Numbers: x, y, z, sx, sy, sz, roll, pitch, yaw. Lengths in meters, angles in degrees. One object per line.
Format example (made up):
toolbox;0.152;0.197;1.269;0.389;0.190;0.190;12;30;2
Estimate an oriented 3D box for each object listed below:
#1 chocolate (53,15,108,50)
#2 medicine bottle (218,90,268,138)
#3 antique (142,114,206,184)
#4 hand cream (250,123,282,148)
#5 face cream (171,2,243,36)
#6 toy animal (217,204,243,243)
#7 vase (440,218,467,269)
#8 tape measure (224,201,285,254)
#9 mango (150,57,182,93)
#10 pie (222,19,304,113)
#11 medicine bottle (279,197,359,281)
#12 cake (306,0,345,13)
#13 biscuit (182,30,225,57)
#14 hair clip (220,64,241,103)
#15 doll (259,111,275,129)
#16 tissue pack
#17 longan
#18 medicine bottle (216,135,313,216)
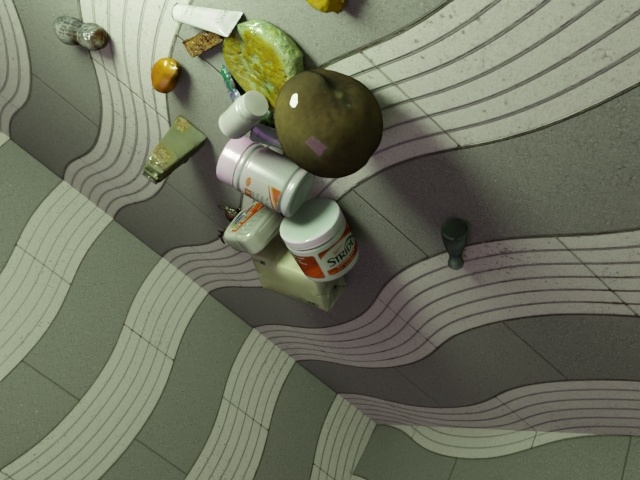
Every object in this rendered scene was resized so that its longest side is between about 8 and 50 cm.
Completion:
chocolate;-0.903;-0.776;1.949;0.248;0.110;0.110;23;149;25
medicine bottle;-0.253;-0.412;1.709;0.103;0.102;0.187;44;146;-17
antique;-0.603;-0.353;2.090;0.150;0.284;0.125;38;151;-9
hand cream;-0.118;-0.339;1.793;0.256;0.048;0.079;18;130;-3
face cream;-0.349;-0.672;1.578;0.244;0.092;0.058;22;169;27
toy animal;-0.412;-0.077;2.537;0.260;0.087;0.243;14;131;35
vase;0.464;0.023;1.790;0.086;0.086;0.214;18;151;27
tape measure;-0.268;-0.062;2.228;0.265;0.258;0.130;6;142;51
mango;-0.555;-0.605;1.883;0.159;0.084;0.105;-32;95;37
pie;-0.176;-0.538;1.615;0.323;0.070;0.323;28;149;19
medicine bottle;0.000;0.000;2.038;0.253;0.252;0.240;8;142;38
cake;-0.011;-0.644;1.284;0.185;0.079;0.116;44;152;-8
biscuit;-0.377;-0.647;1.685;0.199;0.034;0.064;0;136;46
hair clip;-0.287;-0.511;1.773;0.124;0.052;0.195;45;166;39
doll;-0.168;-0.400;1.811;0.151;0.077;0.115;8;153;20
tissue pack;-0.100;0.133;2.379;0.381;0.207;0.297;17;145;28
longan;0.020;-0.334;1.487;0.319;0.318;0.318;25;149;16
medicine bottle;-0.206;-0.241;1.943;0.316;0.202;0.202;29;150;11
